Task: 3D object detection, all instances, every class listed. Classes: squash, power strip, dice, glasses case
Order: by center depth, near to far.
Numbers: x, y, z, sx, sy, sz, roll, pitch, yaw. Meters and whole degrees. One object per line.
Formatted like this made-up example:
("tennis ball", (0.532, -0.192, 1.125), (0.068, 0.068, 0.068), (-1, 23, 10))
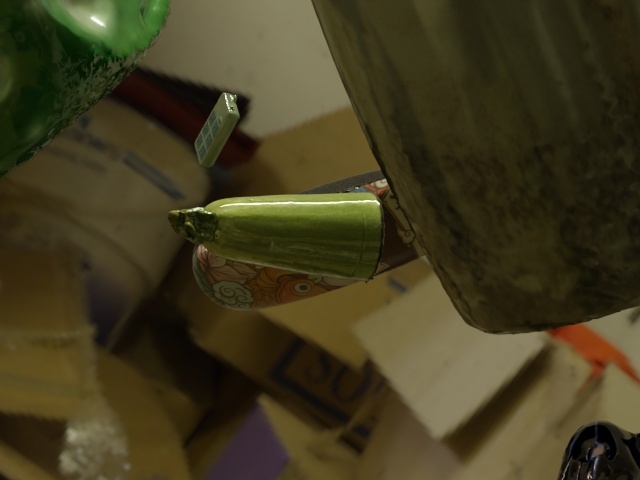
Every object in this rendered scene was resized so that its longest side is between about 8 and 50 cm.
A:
("dice", (-0.317, -0.212, 1.295), (0.300, 0.287, 0.297), (56, 25, -18))
("squash", (-0.047, -0.011, 1.565), (0.224, 0.094, 0.094), (5, 18, -24))
("power strip", (-0.116, -0.123, 1.759), (0.016, 0.090, 0.040), (10, 42, -28))
("glasses case", (0.000, 0.000, 1.886), (0.082, 0.321, 0.122), (-90, 156, -48))

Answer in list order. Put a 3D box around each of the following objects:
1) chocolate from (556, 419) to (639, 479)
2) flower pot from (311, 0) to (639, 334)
("chocolate", (0.182, 0.269, 1.235), (0.148, 0.343, 0.126), (34, -3, -11))
("flower pot", (0.169, -0.116, 1.214), (0.293, 0.294, 0.330), (-114, -177, -82))
